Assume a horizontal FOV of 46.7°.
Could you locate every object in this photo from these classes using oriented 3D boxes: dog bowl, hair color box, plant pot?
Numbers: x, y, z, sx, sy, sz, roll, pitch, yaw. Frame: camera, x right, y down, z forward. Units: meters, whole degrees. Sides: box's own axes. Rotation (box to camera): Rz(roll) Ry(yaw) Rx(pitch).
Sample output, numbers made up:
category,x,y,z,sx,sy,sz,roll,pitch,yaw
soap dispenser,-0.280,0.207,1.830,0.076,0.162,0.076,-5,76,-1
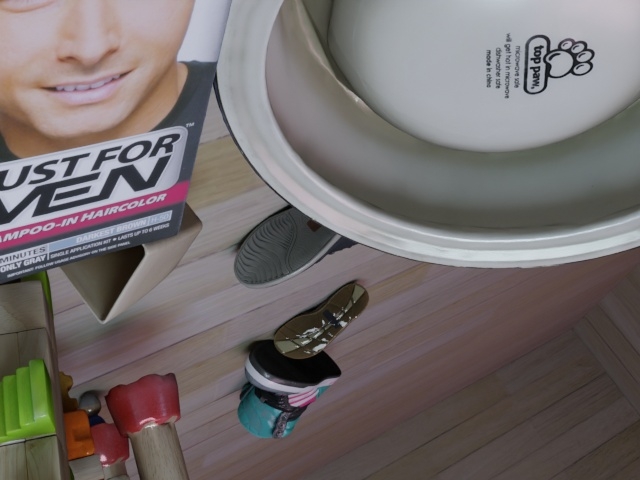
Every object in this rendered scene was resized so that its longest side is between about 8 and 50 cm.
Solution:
category,x,y,z,sx,sy,sz,roll,pitch,yaw
dog bowl,0.135,-0.149,0.539,0.407,0.150,0.408,5,145,3
hair color box,-0.166,-0.128,0.448,0.185,0.114,0.374,-18,152,-30
plant pot,-0.177,-0.008,0.691,0.096,0.109,0.109,-24,158,-52

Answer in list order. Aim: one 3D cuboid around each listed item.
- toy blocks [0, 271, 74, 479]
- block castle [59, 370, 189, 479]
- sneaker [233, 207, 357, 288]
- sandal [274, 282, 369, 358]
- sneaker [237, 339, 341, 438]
category,x,y,z,sx,sy,sz,roll,pitch,yaw
toy blocks,-0.345,0.198,0.605,0.260,0.381,0.191,-8,152,-16
block castle,-0.396,0.275,0.833,0.453,0.213,0.303,-7,158,-35
sneaker,0.000,0.000,0.948,0.222,0.083,0.118,-35,157,0
sandal,0.005,0.138,1.261,0.180,0.072,0.049,-37,178,-3
sneaker,-0.090,0.273,1.330,0.178,0.124,0.295,-48,155,10
